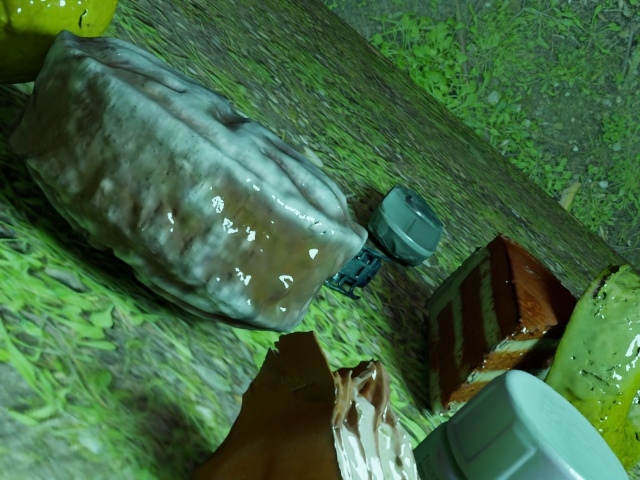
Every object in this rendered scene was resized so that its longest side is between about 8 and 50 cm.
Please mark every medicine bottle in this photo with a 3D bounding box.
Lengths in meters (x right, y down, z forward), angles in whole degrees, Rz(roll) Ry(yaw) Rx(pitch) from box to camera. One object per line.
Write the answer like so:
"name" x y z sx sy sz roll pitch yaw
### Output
"medicine bottle" 0.118 0.189 0.699 0.135 0.168 0.135 37 17 -14

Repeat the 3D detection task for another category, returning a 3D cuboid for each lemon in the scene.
"lemon" -0.268 -0.234 0.836 0.192 0.192 0.231 28 24 -38

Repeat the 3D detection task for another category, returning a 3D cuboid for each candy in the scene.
"candy" -0.110 -0.042 0.784 0.290 0.157 0.214 35 3 -2

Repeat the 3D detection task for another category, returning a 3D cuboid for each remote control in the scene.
"remote control" 0.124 -0.024 1.418 0.104 0.052 0.247 44 17 1

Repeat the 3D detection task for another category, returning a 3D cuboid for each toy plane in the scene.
"toy plane" 0.000 0.000 1.085 0.235 0.060 0.096 28 14 -47

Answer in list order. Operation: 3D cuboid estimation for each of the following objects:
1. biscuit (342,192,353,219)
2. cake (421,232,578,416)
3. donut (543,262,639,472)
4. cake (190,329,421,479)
"biscuit" 0.021 -0.047 1.311 0.046 0.016 0.089 32 20 -26
"cake" 0.210 0.128 1.074 0.160 0.158 0.262 38 20 -9
"donut" 0.331 0.152 1.083 0.107 0.272 0.272 24 6 32
"cake" 0.009 0.204 0.593 0.098 0.135 0.287 20 47 -61
